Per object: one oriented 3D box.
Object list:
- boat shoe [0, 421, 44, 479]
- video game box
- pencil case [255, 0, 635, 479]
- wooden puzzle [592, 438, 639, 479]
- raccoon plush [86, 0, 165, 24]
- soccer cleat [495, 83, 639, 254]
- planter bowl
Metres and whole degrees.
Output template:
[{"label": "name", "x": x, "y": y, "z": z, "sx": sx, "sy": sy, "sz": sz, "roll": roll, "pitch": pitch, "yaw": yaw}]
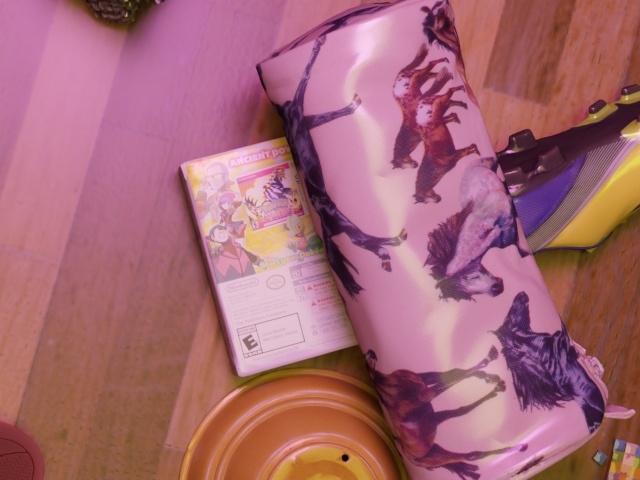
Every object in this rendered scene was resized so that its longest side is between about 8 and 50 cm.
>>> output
[{"label": "boat shoe", "x": -0.339, "y": 0.267, "z": 1.367, "sx": 0.109, "sy": 0.098, "sz": 0.302, "roll": 39, "pitch": 65, "yaw": 1}, {"label": "video game box", "x": 0.000, "y": 0.000, "z": 1.468, "sx": 0.205, "sy": 0.048, "sz": 0.187, "roll": -14, "pitch": 92, "yaw": -12}, {"label": "pencil case", "x": 0.093, "y": -0.006, "z": 1.383, "sx": 0.183, "sy": 0.160, "sz": 0.410, "roll": -21, "pitch": 92, "yaw": -22}, {"label": "wooden puzzle", "x": 0.279, "y": 0.206, "z": 1.529, "sx": 0.083, "sy": 0.006, "sz": 0.049, "roll": 15, "pitch": 84, "yaw": -9}, {"label": "raccoon plush", "x": -0.297, "y": -0.310, "z": 1.370, "sx": 0.446, "sy": 0.216, "sz": 0.299, "roll": -7, "pitch": 95, "yaw": -3}, {"label": "soccer cleat", "x": 0.257, "y": -0.056, "z": 1.514, "sx": 0.289, "sy": 0.093, "sz": 0.121, "roll": -19, "pitch": 121, "yaw": -15}, {"label": "planter bowl", "x": -0.006, "y": 0.215, "z": 1.433, "sx": 0.217, "sy": 0.090, "sz": 0.217, "roll": 0, "pitch": 87, "yaw": -11}]
